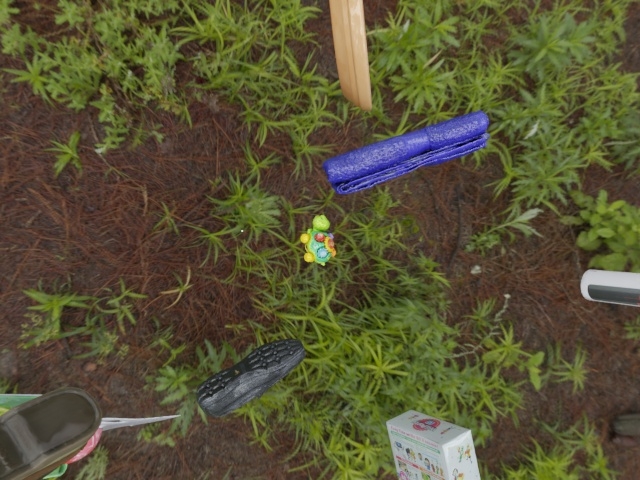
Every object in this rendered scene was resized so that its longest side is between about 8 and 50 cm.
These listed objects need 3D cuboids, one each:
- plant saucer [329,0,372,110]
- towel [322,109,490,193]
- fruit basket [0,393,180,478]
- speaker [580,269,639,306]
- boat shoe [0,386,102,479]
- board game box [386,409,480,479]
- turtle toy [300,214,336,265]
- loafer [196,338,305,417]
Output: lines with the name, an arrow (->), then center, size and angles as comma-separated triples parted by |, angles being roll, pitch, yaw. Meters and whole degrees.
plant saucer -> 0.038, -0.261, 0.587 | 0.037, 0.200, 0.200 | -5, 92, 7
towel -> 0.163, -0.160, 0.946 | 0.308, 0.227, 0.076 | -17, 91, 5
fruit basket -> -0.499, 0.339, 0.868 | 0.353, 0.327, 0.166 | -20, 67, 14
speaker -> 0.502, 0.078, 0.769 | 0.055, 0.136, 0.055 | -1, 92, -28
boat shoe -> -0.399, 0.264, 0.521 | 0.104, 0.307, 0.111 | -50, 65, 22
board game box -> 0.287, 0.598, 1.156 | 0.097, 0.224, 0.304 | -12, 90, -28
turtle toy -> 0.000, 0.000, 1.223 | 0.066, 0.095, 0.130 | -14, 83, 31
loafer -> -0.127, 0.263, 0.910 | 0.223, 0.076, 0.078 | -28, 127, -7
